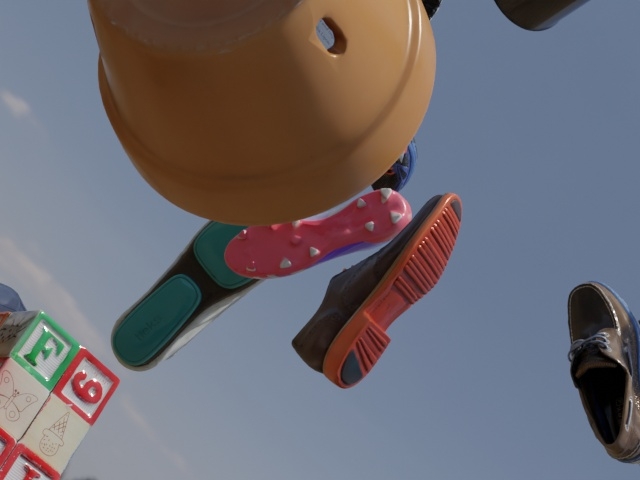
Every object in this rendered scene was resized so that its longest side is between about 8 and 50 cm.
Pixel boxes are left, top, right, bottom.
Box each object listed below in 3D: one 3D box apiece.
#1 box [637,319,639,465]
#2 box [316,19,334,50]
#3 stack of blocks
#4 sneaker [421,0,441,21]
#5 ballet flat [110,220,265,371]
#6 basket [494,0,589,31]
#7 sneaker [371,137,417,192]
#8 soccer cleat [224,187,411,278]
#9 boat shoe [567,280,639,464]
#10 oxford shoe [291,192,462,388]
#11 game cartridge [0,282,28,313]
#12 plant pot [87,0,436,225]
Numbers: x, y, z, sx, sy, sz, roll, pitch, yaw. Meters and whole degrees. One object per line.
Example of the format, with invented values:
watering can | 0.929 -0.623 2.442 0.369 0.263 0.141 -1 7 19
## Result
box | 0.436 0.172 1.623 0.077 0.180 0.147 4 -14 -11
box | -0.025 -0.204 1.598 0.182 0.119 0.181 -14 -54 43
stack of blocks | -0.307 0.152 1.058 0.297 0.171 0.087 -7 -45 48
sneaker | 0.158 -0.432 2.160 0.078 0.234 0.106 14 13 -13
ballet flat | -0.172 0.063 2.230 0.139 0.400 0.139 47 8 -9
basket | 0.360 -0.404 1.836 0.154 0.204 0.227 50 -42 -13
sneaker | 0.091 -0.148 2.003 0.083 0.087 0.221 21 -43 23
soccer cleat | 0.000 0.000 1.786 0.095 0.248 0.083 66 5 -69
boat shoe | 0.267 0.115 1.281 0.066 0.066 0.183 24 44 -49
oxford shoe | 0.067 0.042 1.633 0.098 0.271 0.097 29 -17 34
game cartridge | -0.467 0.073 1.591 0.294 0.060 0.196 14 -21 9
plant pot | -0.064 -0.184 1.117 0.291 0.291 0.203 38 -11 25
